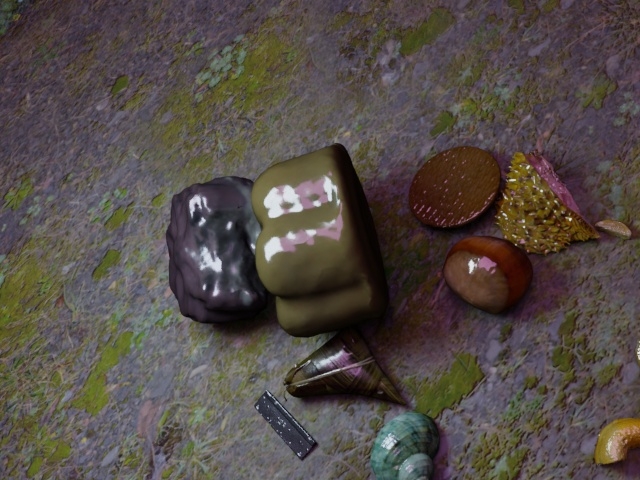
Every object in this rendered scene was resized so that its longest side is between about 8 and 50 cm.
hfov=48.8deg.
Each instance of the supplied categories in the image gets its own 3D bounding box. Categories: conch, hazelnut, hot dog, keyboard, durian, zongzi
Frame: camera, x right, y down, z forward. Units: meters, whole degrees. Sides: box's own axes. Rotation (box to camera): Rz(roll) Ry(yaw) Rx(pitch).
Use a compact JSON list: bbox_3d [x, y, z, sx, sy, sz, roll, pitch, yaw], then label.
[{"bbox_3d":[0.201,0.491,1.624,0.175,0.122,0.188,-6,66,-12],"label":"conch"},{"bbox_3d":[0.413,0.072,1.723,0.214,0.176,0.214,5,49,-6],"label":"hazelnut"},{"bbox_3d":[0.729,-0.032,1.749,0.090,0.030,0.034,22,73,25],"label":"hot dog"},{"bbox_3d":[-0.091,0.464,1.787,0.060,0.018,0.195,-48,61,0],"label":"keyboard"},{"bbox_3d":[0.538,-0.078,1.798,0.195,0.185,0.305,-39,66,24],"label":"durian"},{"bbox_3d":[0.048,0.370,1.740,0.247,0.111,0.241,-37,67,4],"label":"zongzi"}]

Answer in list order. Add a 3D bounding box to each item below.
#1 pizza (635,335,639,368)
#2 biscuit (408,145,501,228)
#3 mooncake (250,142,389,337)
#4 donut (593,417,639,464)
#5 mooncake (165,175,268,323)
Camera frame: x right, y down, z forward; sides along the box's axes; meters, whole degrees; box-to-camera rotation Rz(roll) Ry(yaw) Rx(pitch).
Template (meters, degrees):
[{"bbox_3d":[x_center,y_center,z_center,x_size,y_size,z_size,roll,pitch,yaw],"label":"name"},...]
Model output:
[{"bbox_3d":[0.824,0.235,1.592,0.181,0.034,0.262,30,78,26],"label":"pizza"},{"bbox_3d":[0.358,-0.140,1.887,0.261,0.037,0.262,-16,53,23],"label":"biscuit"},{"bbox_3d":[0.000,0.000,1.721,0.262,0.467,0.467,-13,63,11],"label":"mooncake"},{"bbox_3d":[0.691,0.451,1.512,0.181,0.078,0.146,27,79,25],"label":"donut"},{"bbox_3d":[-0.284,0.032,1.859,0.212,0.350,0.381,-5,77,-25],"label":"mooncake"}]
